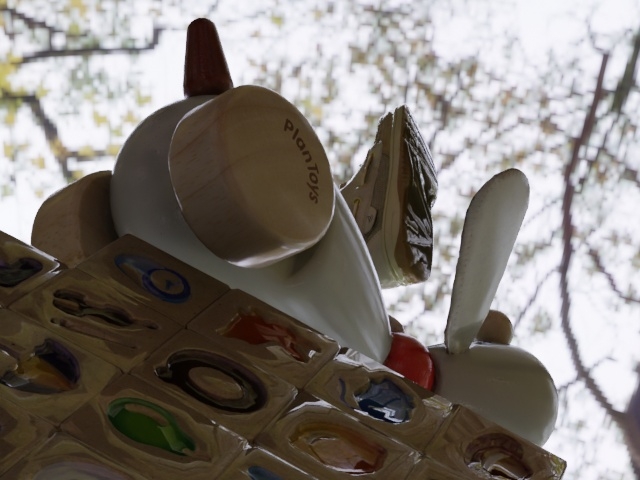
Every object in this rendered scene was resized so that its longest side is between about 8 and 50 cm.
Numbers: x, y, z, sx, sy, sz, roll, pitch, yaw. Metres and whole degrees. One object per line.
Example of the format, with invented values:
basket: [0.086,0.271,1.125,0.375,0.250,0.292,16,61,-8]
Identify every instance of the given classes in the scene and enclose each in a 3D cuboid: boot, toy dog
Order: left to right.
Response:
toy dog: [0.000,0.000,0.832,0.220,0.334,0.161,-7,-122,22]
boot: [0.014,-0.024,1.312,0.165,0.077,0.213,-19,-143,21]

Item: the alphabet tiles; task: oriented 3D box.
alphabet tiles: [-0.036,0.089,0.571,0.342,0.011,0.285,27,-158,10]
